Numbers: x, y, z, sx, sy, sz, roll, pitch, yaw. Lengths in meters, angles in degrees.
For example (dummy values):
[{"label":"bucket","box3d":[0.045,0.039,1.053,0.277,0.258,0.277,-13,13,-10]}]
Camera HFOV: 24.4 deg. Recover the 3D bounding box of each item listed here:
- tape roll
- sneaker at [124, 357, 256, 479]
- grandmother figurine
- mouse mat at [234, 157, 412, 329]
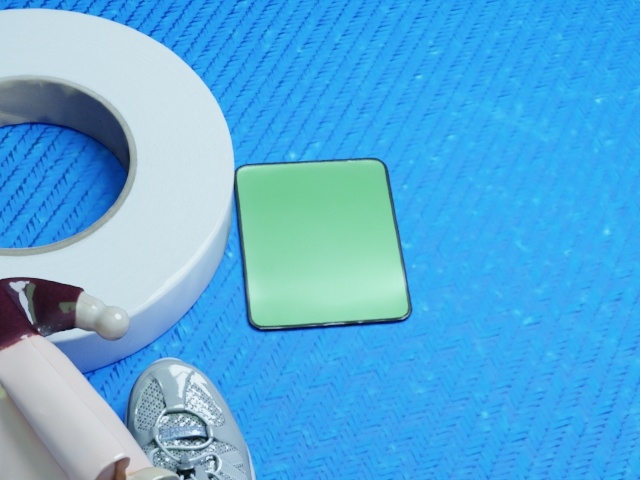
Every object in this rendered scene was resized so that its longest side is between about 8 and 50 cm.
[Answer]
[{"label":"tape roll","box3d":[-0.272,-0.051,1.365,0.392,0.072,0.392,3,55,-4]},{"label":"sneaker","box3d":[-0.093,0.207,1.171,0.105,0.115,0.281,-10,57,-11]},{"label":"grandmother figurine","box3d":[-0.245,0.097,1.148,0.208,0.104,0.342,-26,57,-33]},{"label":"mouse mat","box3d":[0.000,0.000,1.390,0.152,0.007,0.190,-3,57,-7]}]
